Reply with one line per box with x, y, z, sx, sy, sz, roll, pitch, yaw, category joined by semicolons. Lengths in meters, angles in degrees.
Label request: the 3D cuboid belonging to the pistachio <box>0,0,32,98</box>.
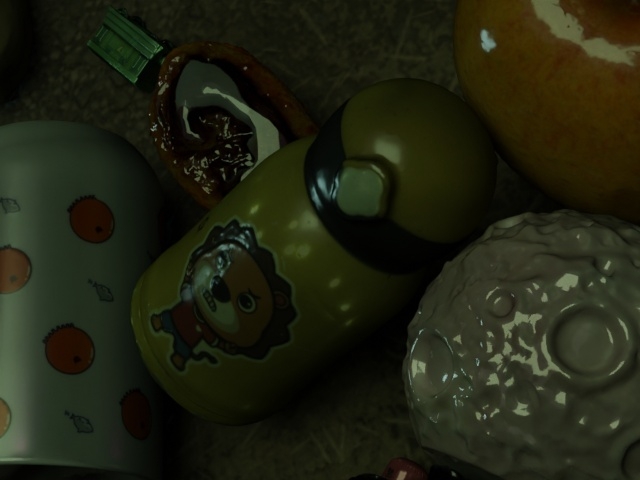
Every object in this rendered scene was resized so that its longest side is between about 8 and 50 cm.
-0.342;-0.215;1.730;0.113;0.113;0.149;-1;68;24;pistachio

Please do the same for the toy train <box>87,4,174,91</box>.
-0.185;-0.189;1.686;0.093;0.038;0.056;40;98;28;toy train

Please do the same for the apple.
0.254;-0.159;1.353;0.299;0.275;0.299;-6;69;17;apple

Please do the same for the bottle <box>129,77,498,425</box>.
0.000;0.000;1.387;0.351;0.171;0.171;-43;57;41;bottle

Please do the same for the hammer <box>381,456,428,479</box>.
0.061;0.224;1.447;0.043;0.043;0.083;25;84;28;hammer

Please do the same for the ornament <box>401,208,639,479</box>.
0.191;0.094;1.305;0.259;0.259;0.225;22;77;28;ornament

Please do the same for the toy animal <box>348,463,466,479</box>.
0.114;0.240;1.363;0.179;0.218;0.116;4;50;-18;toy animal

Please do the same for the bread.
-0.051;-0.076;1.568;0.269;0.095;0.139;37;101;12;bread

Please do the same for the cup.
-0.244;0.064;1.534;0.212;0.212;0.317;-8;71;22;cup
